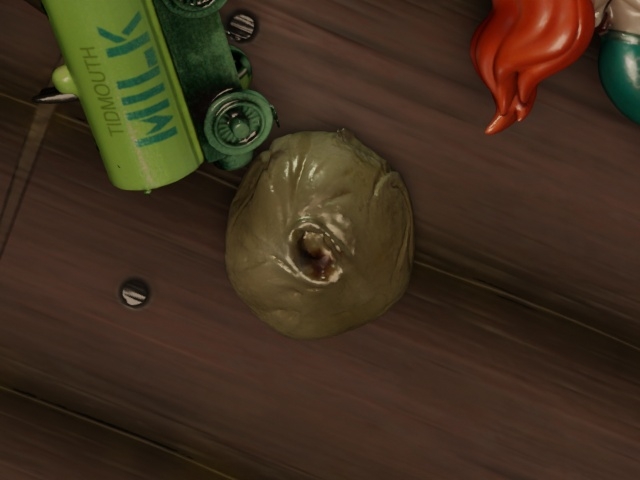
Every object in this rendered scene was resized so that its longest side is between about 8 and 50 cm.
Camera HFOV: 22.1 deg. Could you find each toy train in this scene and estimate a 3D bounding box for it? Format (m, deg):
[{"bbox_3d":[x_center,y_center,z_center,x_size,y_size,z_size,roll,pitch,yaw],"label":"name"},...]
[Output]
[{"bbox_3d":[-0.133,-0.147,1.280,0.157,0.105,0.253,-20,132,-5],"label":"toy train"}]

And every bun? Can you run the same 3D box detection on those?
[{"bbox_3d":[0.000,0.000,1.347,0.166,0.113,0.173,-29,106,6],"label":"bun"}]

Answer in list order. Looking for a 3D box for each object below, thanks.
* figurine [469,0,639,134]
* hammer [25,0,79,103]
[{"bbox_3d":[0.216,-0.171,1.274,0.257,0.181,0.208,36,132,-1],"label":"figurine"},{"bbox_3d":[-0.324,-0.268,1.324,0.440,0.044,0.168,31,102,-6],"label":"hammer"}]
